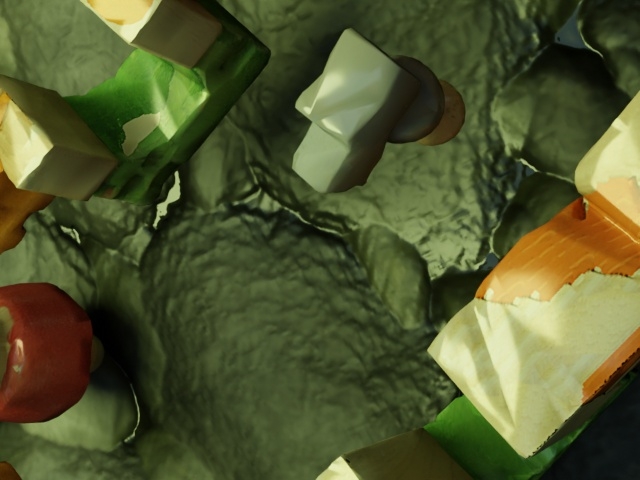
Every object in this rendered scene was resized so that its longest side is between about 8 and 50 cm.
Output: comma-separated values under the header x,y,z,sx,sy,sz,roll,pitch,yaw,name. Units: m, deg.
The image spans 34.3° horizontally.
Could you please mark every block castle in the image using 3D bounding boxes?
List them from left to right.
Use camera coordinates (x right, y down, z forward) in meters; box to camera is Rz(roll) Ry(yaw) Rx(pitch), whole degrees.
x,y,z,sx,sy,sz,roll,pitch,yaw,name
0.000,0.000,0.502,0.303,0.213,0.453,45,104,20,block castle
